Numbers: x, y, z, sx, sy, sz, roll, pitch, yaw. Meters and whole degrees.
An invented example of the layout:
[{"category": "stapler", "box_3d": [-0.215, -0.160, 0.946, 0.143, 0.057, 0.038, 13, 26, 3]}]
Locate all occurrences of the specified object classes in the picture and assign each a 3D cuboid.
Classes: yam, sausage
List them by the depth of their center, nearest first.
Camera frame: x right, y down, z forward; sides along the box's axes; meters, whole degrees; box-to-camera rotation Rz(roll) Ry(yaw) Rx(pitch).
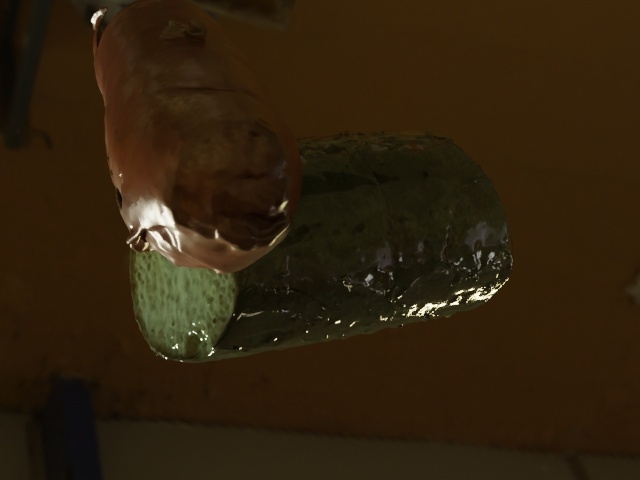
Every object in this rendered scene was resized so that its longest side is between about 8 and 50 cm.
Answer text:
[{"category": "sausage", "box_3d": [-0.079, -0.076, 0.790, 0.094, 0.094, 0.419, 58, -179, -20]}, {"category": "yam", "box_3d": [0.000, 0.000, 1.049, 0.268, 0.161, 0.161, -10, -136, -35]}]
